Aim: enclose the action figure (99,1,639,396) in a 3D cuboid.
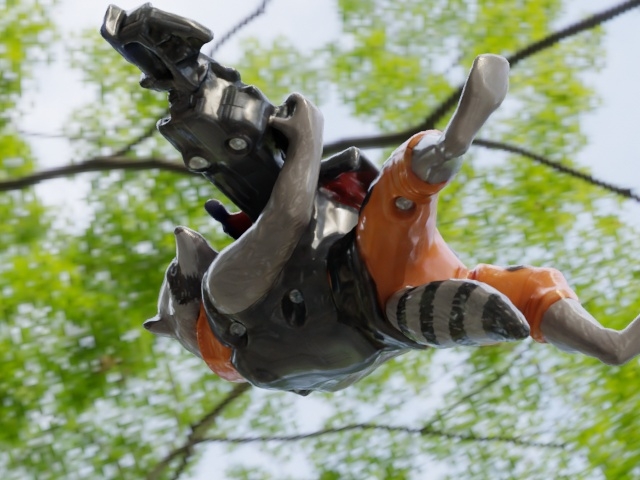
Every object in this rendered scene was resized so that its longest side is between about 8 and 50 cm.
[{"bbox_3d":[0.000,0.000,1.126,0.330,0.341,0.178,-19,-138,45],"label":"action figure"}]
